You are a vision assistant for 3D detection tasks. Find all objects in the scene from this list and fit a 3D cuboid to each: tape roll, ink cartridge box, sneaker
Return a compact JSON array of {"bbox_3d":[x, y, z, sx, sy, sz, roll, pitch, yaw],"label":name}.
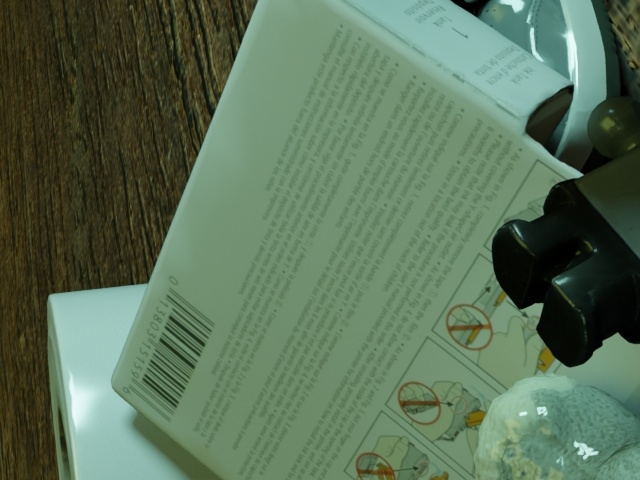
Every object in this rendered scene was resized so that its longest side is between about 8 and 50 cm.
[{"bbox_3d":[-0.111,0.169,0.796,0.286,0.100,0.286,173,90,-76],"label":"tape roll"},{"bbox_3d":[0.039,0.039,0.570,0.239,0.060,0.275,37,129,13],"label":"ink cartridge box"},{"bbox_3d":[0.017,-0.140,0.606,0.124,0.178,0.295,-63,34,37],"label":"sneaker"}]

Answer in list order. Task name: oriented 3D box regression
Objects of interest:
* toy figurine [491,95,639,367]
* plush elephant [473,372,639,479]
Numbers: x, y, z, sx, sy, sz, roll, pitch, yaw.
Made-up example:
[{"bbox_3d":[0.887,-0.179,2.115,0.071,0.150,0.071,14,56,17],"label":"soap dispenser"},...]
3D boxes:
[{"bbox_3d":[0.131,-0.062,0.335,0.213,0.148,0.209,67,164,-13],"label":"toy figurine"},{"bbox_3d":[0.063,0.194,0.319,0.330,0.255,0.272,8,96,62],"label":"plush elephant"}]
